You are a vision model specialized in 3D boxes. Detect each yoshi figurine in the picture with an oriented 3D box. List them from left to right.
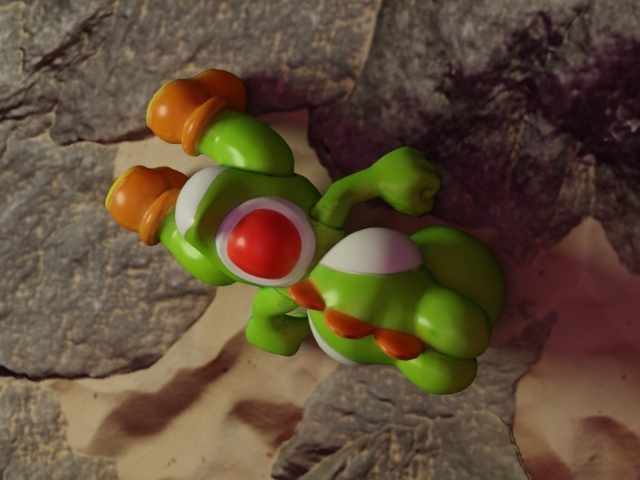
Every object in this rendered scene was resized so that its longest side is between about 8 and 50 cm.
[{"bbox_3d":[0.010,0.006,1.560,0.362,0.203,0.203,34,64,24],"label":"yoshi figurine"}]
